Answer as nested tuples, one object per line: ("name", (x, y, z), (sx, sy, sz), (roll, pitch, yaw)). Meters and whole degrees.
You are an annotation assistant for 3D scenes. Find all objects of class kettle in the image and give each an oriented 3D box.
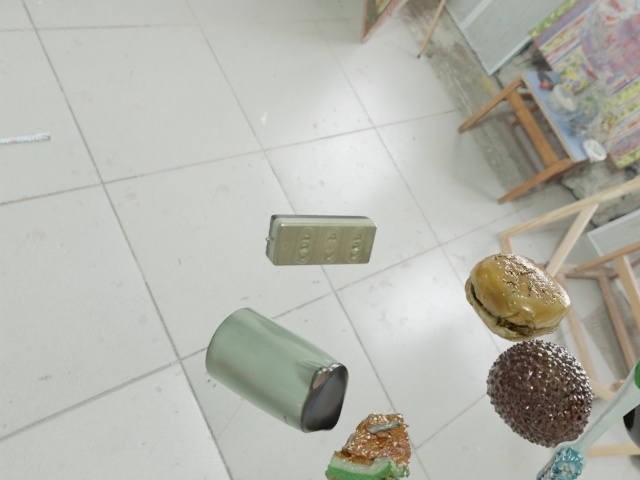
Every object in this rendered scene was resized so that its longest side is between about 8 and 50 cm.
("kettle", (-0.074, 0.273, 1.021), (0.255, 0.240, 0.165), (21, 52, 30))

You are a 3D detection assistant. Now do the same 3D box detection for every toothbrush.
("toothbrush", (0.343, 0.105, 0.493), (0.042, 0.417, 0.040), (39, 20, 22))

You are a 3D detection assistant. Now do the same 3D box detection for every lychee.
("lychee", (0.599, 0.412, 1.396), (0.276, 0.275, 0.304), (29, 30, -15))

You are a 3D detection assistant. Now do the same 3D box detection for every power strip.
("power strip", (0.000, 0.000, 1.141), (0.257, 0.070, 0.105), (0, 111, -25))

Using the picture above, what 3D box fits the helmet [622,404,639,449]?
("helmet", (0.781, 0.395, 1.132), (0.216, 0.193, 0.189), (-12, 114, -36))

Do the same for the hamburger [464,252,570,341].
("hamburger", (0.640, 0.175, 1.671), (0.284, 0.174, 0.304), (-11, 46, -25))

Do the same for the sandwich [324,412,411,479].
("sandwich", (0.100, 0.457, 1.114), (0.109, 0.185, 0.159), (40, 44, -52))
